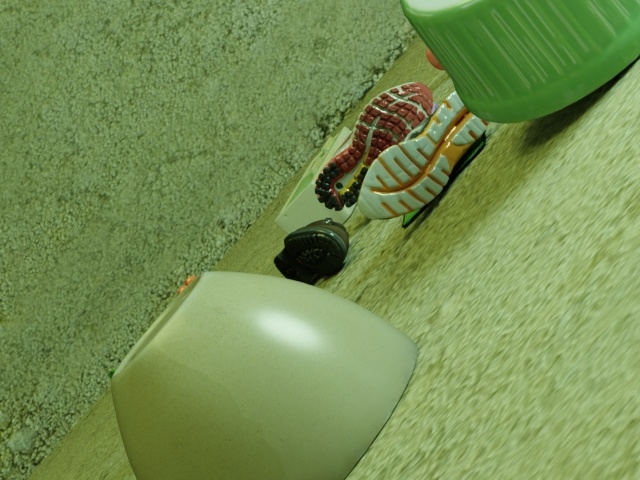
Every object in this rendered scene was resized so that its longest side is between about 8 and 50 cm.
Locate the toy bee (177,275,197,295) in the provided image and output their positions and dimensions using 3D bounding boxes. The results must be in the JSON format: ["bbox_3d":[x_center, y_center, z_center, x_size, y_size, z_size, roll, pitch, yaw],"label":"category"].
[{"bbox_3d":[-0.134,0.126,1.856,0.298,0.162,0.195,-47,5,10],"label":"toy bee"}]

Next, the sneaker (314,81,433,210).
[{"bbox_3d":[0.076,-0.146,2.079,0.225,0.088,0.093,-45,7,20],"label":"sneaker"}]

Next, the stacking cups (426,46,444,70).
[{"bbox_3d":[0.279,-0.383,2.421,0.096,0.096,0.316,-54,5,-38],"label":"stacking cups"}]

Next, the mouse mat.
[{"bbox_3d":[0.162,-0.094,1.855,0.152,0.007,0.190,-46,8,19],"label":"mouse mat"}]

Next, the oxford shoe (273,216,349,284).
[{"bbox_3d":[0.000,0.000,2.045,0.096,0.083,0.227,-46,7,-17],"label":"oxford shoe"}]

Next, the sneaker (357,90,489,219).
[{"bbox_3d":[0.125,-0.097,1.774,0.215,0.084,0.083,-42,1,-21],"label":"sneaker"}]

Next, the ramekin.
[{"bbox_3d":[0.227,-0.284,1.502,0.303,0.148,0.303,-34,30,22],"label":"ramekin"}]

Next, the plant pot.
[{"bbox_3d":[-0.076,0.138,1.299,0.284,0.191,0.284,-47,7,8],"label":"plant pot"}]

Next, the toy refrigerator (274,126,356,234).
[{"bbox_3d":[0.011,-0.091,2.418,0.102,0.094,0.269,-46,7,27],"label":"toy refrigerator"}]

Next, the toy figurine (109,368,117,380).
[{"bbox_3d":[-0.218,0.206,2.232,0.159,0.130,0.173,-41,25,-23],"label":"toy figurine"}]

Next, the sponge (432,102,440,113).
[{"bbox_3d":[0.132,-0.128,2.124,0.117,0.031,0.210,-46,8,22],"label":"sponge"}]
